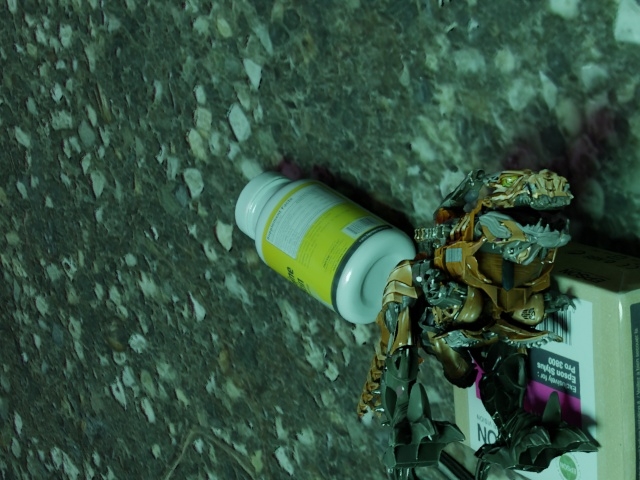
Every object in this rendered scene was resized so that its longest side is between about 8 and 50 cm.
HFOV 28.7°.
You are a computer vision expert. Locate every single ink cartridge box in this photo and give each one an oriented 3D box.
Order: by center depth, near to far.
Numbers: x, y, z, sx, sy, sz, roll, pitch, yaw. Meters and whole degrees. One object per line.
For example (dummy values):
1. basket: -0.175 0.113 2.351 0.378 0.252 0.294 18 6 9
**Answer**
1. ink cartridge box: 0.204 0.104 1.038 0.235 0.088 0.193 17 115 60

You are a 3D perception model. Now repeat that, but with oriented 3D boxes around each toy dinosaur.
1. toy dinosaur: 0.114 0.074 0.992 0.322 0.164 0.218 92 171 -61

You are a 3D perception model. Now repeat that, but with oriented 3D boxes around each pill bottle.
1. pill bottle: 0.000 0.000 1.258 0.184 0.103 0.103 33 126 38

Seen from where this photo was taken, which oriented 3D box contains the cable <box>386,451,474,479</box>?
1. cable: 0.163 0.277 1.193 0.287 0.072 0.139 41 125 33
